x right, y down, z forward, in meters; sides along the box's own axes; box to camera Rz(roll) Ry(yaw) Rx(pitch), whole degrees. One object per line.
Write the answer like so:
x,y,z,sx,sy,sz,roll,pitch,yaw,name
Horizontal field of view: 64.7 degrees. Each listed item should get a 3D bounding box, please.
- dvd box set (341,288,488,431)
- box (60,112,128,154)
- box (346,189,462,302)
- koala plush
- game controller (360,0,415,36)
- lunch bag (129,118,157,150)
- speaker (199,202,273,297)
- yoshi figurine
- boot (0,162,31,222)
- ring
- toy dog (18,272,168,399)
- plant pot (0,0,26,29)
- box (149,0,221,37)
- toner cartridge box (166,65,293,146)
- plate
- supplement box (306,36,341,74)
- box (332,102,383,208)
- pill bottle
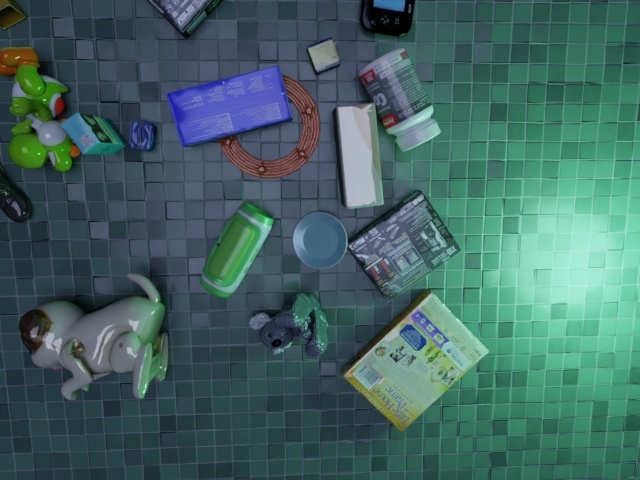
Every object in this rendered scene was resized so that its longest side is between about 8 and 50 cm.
0.326,0.417,1.753,0.420,0.062,0.307,-45,99,4,dvd box set
-0.656,-0.310,1.486,0.060,0.244,0.100,-34,100,3,box
0.274,0.018,1.678,0.308,0.076,0.242,-36,99,3,box
-0.108,0.288,1.669,0.221,0.203,0.196,-31,113,23,koala plush
0.215,-0.796,1.550,0.167,0.067,0.318,5,99,-4,game controller
-0.554,-0.330,1.580,0.067,0.065,0.098,8,99,-5,lunch bag
-0.271,0.032,1.625,0.131,0.131,0.296,30,96,-7,speaker
-0.874,-0.367,1.504,0.203,0.203,0.361,-13,102,15,yoshi figurine
-1.005,-0.156,1.499,0.091,0.229,0.262,-32,99,2,boot
-0.167,-0.365,1.614,0.337,0.032,0.336,-1,100,-3,ring
-0.710,0.299,1.568,0.409,0.284,0.394,4,98,-2,toy dog
-0.946,-0.694,1.495,0.082,0.081,0.083,-29,87,1,plant pot
-0.386,-0.861,1.491,0.318,0.097,0.395,43,94,-10,box
-0.272,-0.408,1.549,0.348,0.075,0.165,-14,100,0,toner cartridge box
0.000,0.000,1.664,0.188,0.024,0.188,2,95,18,plate
0.010,-0.574,1.578,0.083,0.056,0.083,-22,99,0,supplement box
0.116,-0.264,1.591,0.121,0.148,0.310,-7,101,-3,box
0.247,-0.429,1.562,0.161,0.161,0.283,-29,99,1,pill bottle
